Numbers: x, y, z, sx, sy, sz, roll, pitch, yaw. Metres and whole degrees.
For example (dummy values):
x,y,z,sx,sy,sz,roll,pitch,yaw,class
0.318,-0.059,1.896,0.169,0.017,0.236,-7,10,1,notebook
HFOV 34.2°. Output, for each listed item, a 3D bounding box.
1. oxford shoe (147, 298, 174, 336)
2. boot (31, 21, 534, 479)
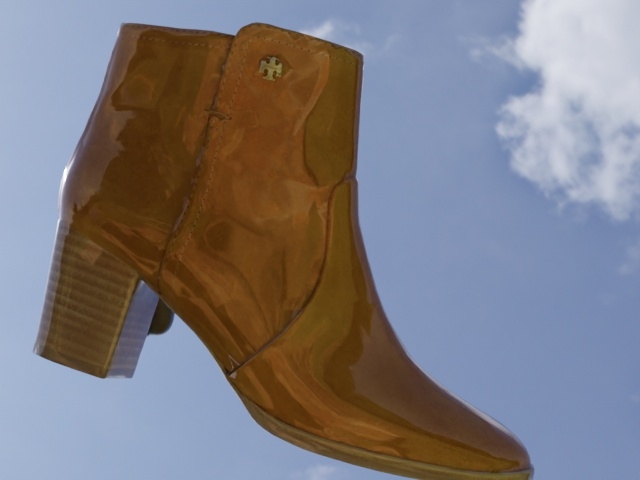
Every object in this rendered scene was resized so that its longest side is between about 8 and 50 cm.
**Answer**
x,y,z,sx,sy,sz,roll,pitch,yaw,class
-0.110,0.008,0.959,0.096,0.227,0.083,19,-48,1,oxford shoe
-0.001,0.000,0.567,0.295,0.104,0.211,18,-94,3,boot
